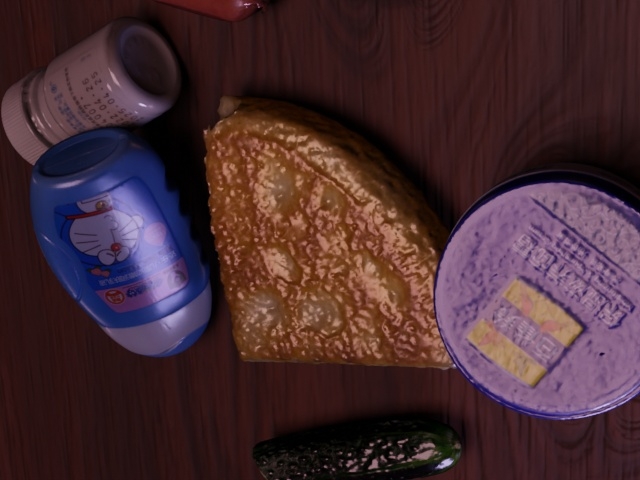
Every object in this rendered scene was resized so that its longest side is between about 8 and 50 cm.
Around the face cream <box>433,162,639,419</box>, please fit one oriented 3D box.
[{"bbox_3d":[0.203,0.039,1.285,0.206,0.111,0.206,3,101,14],"label":"face cream"}]

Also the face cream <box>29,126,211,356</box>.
[{"bbox_3d":[-0.191,0.015,1.517,0.149,0.083,0.264,-19,128,4],"label":"face cream"}]

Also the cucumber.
[{"bbox_3d":[0.035,0.215,1.510,0.241,0.074,0.074,-17,99,34],"label":"cucumber"}]

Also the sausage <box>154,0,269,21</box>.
[{"bbox_3d":[-0.109,-0.244,1.415,0.141,0.076,0.076,19,118,26],"label":"sausage"}]

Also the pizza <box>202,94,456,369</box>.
[{"bbox_3d":[0.026,-0.011,1.416,0.268,0.087,0.258,2,108,30],"label":"pizza"}]

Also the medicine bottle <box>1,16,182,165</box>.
[{"bbox_3d":[-0.226,-0.144,1.509,0.168,0.105,0.105,-24,95,36],"label":"medicine bottle"}]
